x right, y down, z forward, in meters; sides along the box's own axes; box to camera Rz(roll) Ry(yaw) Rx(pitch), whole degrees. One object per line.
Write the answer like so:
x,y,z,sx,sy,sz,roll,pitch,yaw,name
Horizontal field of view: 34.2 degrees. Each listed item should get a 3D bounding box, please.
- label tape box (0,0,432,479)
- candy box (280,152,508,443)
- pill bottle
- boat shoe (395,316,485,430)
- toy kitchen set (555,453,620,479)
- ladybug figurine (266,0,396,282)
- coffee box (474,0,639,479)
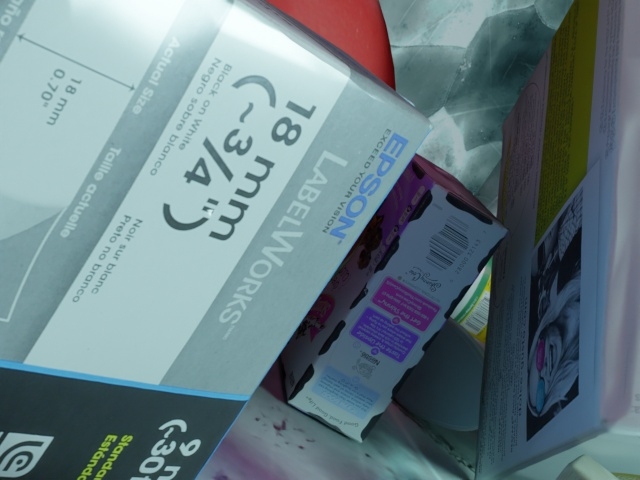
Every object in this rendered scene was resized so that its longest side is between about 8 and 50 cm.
-0.073,0.005,0.469,0.106,0.241,0.333,41,13,37,label tape box
0.046,0.034,0.824,0.070,0.196,0.165,30,10,-14,candy box
0.250,0.106,1.336,0.208,0.118,0.117,32,11,-9,pill bottle
0.075,0.081,0.979,0.258,0.095,0.084,40,17,28,boat shoe
0.203,0.224,0.643,0.166,0.122,0.207,38,11,21,toy kitchen set
-0.088,-0.072,0.644,0.162,0.305,0.449,59,9,28,ladybug figurine
0.320,0.020,0.764,0.337,0.338,0.334,8,-19,-2,coffee box
